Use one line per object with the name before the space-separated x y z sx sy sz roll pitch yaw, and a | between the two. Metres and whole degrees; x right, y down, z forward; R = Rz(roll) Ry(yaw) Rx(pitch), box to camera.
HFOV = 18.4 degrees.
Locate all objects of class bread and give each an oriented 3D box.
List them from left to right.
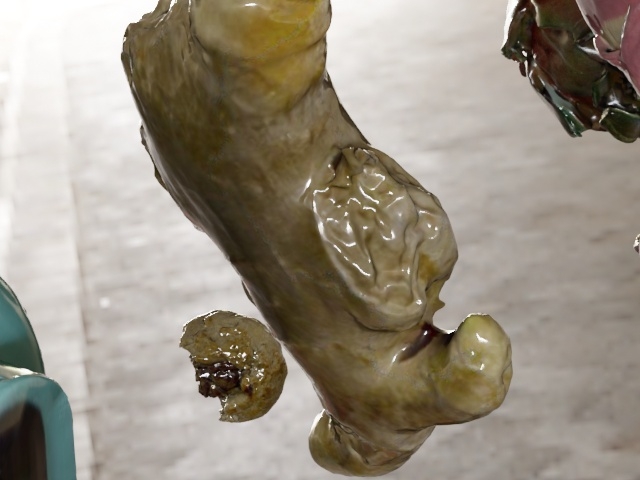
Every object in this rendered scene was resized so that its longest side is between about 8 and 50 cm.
bread | -0.073 0.114 1.756 0.082 0.113 0.060 -17 28 22

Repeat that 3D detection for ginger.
ginger | -0.001 -0.002 0.870 0.080 0.333 0.166 -38 34 -28

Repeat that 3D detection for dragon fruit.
dragon fruit | 0.199 -0.150 1.271 0.182 0.188 0.182 13 -21 5

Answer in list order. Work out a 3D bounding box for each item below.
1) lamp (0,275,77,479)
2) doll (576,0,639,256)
lamp | -0.144 0.100 0.328 0.147 0.209 0.284 34 49 29
doll | 0.194 -0.048 0.827 0.152 0.256 0.196 -12 -12 24
